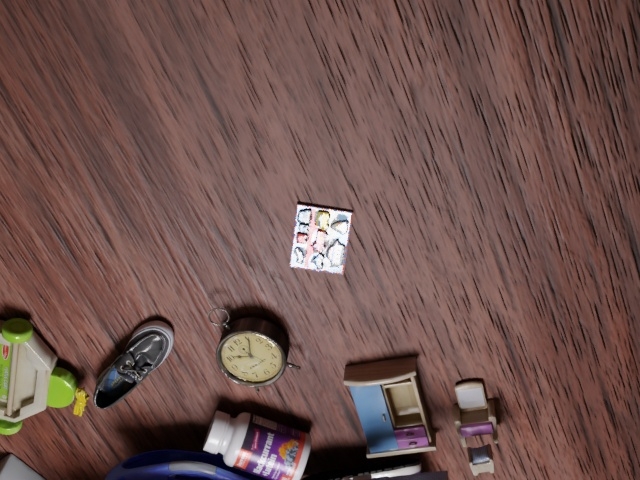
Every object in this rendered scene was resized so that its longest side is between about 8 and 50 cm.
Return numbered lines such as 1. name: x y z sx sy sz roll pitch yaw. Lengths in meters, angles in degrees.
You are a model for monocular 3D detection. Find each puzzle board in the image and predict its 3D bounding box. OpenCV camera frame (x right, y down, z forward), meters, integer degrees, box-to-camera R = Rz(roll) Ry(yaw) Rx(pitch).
1. puzzle board: 0.000 0.000 1.470 0.096 0.011 0.128 9 122 1

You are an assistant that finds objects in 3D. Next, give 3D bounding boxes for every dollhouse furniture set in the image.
1. dollhouse furniture set: 0.167 0.378 1.509 0.286 0.303 0.198 -10 120 12

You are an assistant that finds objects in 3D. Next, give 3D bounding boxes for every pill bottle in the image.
1. pill bottle: -0.124 0.398 1.668 0.193 0.108 0.108 20 121 -6

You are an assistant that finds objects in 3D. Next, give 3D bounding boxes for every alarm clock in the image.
1. alarm clock: -0.135 0.188 1.569 0.129 0.064 0.192 -31 115 23

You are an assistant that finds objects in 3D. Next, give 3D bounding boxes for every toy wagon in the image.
1. toy wagon: -0.613 0.258 1.664 0.344 0.068 0.267 15 122 -4

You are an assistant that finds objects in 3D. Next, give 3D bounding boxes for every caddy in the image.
1. caddy: -0.249 0.508 1.665 0.341 0.241 0.179 5 108 3

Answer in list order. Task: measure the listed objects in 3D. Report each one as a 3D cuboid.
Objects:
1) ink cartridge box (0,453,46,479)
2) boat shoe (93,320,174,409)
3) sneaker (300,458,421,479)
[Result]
1. ink cartridge box: -0.602 0.617 1.779 0.060 0.239 0.275 -34 112 24
2. boat shoe: -0.359 0.242 1.619 0.080 0.076 0.228 41 117 -18
3. sneaker: 0.067 0.514 1.682 0.283 0.107 0.124 -11 84 9
